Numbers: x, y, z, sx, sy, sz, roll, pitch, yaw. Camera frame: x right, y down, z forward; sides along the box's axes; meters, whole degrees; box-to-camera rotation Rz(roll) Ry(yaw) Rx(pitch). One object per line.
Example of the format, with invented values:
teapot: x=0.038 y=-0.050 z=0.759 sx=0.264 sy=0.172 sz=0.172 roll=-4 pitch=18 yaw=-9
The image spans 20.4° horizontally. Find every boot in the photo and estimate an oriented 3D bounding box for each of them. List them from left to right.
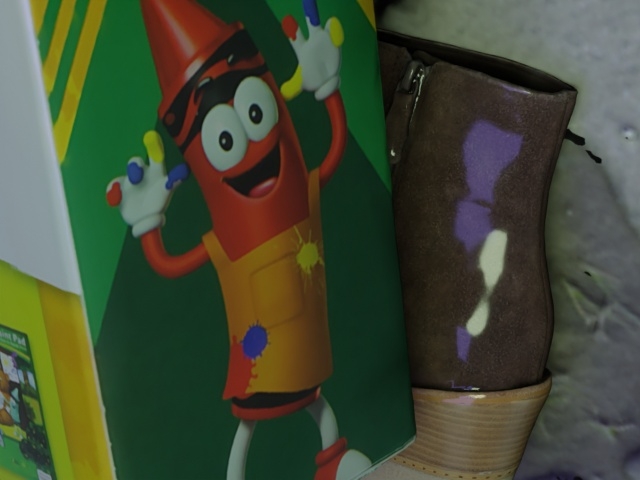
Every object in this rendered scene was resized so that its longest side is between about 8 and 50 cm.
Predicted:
boot: x=0.000 y=0.000 z=0.811 sx=0.248 sy=0.090 sz=0.207 roll=17 pitch=111 yaw=32

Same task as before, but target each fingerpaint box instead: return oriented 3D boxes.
fingerpaint box: x=-0.182 y=-0.107 z=0.745 sx=0.444 sy=0.163 sz=0.371 roll=16 pitch=123 yaw=43
